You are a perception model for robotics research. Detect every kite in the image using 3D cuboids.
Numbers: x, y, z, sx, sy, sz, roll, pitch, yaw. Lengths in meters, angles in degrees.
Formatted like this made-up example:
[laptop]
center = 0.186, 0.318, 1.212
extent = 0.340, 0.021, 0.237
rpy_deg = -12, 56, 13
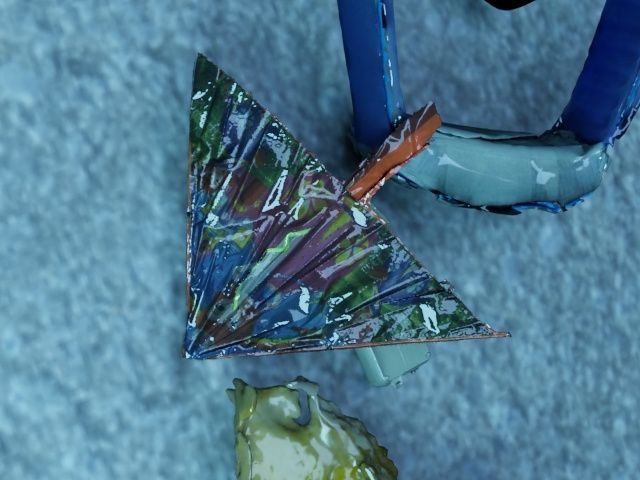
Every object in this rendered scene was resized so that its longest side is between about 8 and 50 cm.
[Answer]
[kite]
center = 0.000, 0.000, 0.964
extent = 0.189, 0.009, 0.232
rpy_deg = -46, 108, -5

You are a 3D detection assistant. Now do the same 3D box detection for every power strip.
[power strip]
center = 0.030, 0.037, 1.015
extent = 0.040, 0.016, 0.090
rpy_deg = -27, 97, -34

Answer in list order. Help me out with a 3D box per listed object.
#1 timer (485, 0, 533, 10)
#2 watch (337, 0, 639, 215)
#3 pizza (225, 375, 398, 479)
[timer]
center = 0.090, -0.243, 1.084
extent = 0.144, 0.055, 0.187
rpy_deg = 32, 63, -28
[watch]
center = 0.077, -0.161, 0.994
extent = 0.276, 0.068, 0.274
rpy_deg = 15, 98, -26
[pizza]
center = 0.031, 0.203, 0.957
extent = 0.297, 0.071, 0.189
rpy_deg = 47, 72, -15
